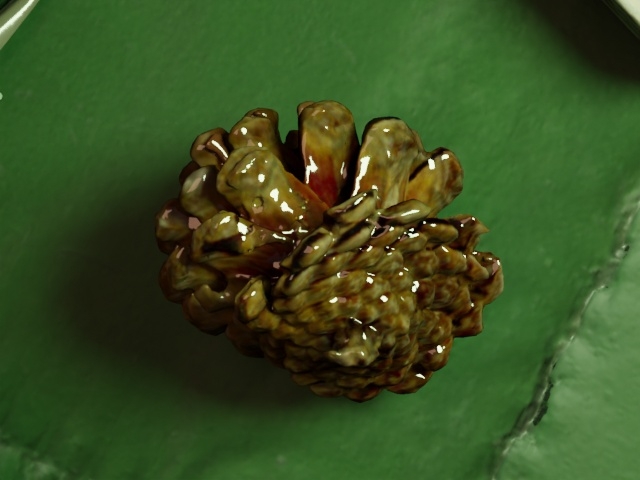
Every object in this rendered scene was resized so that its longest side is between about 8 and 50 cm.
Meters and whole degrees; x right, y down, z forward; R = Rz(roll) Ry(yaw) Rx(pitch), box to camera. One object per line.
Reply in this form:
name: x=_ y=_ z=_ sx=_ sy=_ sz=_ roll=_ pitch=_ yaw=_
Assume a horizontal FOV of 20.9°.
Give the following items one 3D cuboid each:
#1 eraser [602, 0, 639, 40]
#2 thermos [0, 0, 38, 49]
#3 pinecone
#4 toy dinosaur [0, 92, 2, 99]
eraser: x=0.161 y=-0.230 z=0.993 sx=0.124 sy=0.081 sz=0.279 roll=-42 pitch=73 yaw=7
thermos: x=-0.234 y=-0.179 z=1.077 sx=0.193 sy=0.137 sz=0.105 roll=-52 pitch=34 yaw=-14
pinecone: x=-0.001 y=0.003 z=0.960 sx=0.195 sy=0.179 sz=0.150 roll=12 pitch=71 yaw=42
toy dinosaur: x=-0.358 y=-0.221 z=1.147 sx=0.393 sy=0.092 sz=0.205 roll=39 pitch=89 yaw=20
